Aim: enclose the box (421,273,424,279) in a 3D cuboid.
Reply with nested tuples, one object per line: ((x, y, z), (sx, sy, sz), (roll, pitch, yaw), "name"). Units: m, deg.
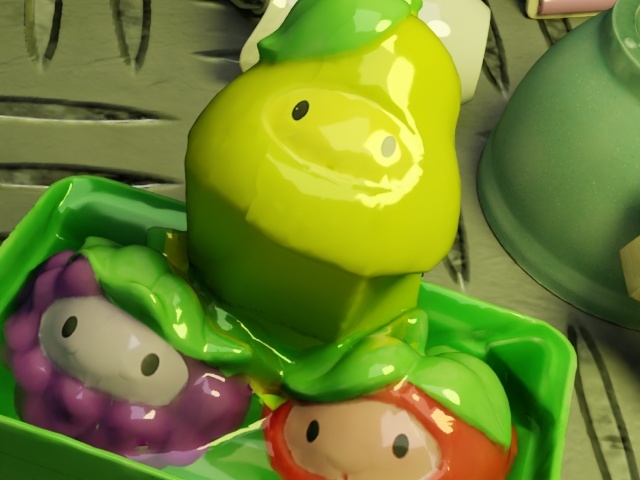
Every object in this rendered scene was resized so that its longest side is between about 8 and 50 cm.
((0.000, 0.000, 1.082), (0.126, 0.072, 0.137), (-2, 47, -15), "box")

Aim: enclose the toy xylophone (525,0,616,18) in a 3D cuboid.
((0.195, -0.363, 1.466), (0.236, 0.081, 0.322), (0, 47, -13), "toy xylophone")

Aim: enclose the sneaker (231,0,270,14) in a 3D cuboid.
((-0.038, -0.251, 1.312), (0.258, 0.094, 0.091), (17, 59, 12), "sneaker")

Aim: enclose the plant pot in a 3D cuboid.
((0.297, -0.095, 1.157), (0.293, 0.196, 0.293), (7, 46, -7), "plant pot")

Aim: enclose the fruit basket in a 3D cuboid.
((-0.020, 0.043, 0.826), (0.392, 0.392, 0.283), (18, 35, 4), "fruit basket")

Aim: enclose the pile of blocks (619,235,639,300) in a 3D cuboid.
((0.347, 0.106, 1.024), (0.149, 0.112, 0.362), (-19, 72, -46), "pile of blocks")

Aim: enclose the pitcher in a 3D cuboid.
((0.047, -0.210, 1.227), (0.207, 0.177, 0.125), (12, 11, 1), "pitcher")
